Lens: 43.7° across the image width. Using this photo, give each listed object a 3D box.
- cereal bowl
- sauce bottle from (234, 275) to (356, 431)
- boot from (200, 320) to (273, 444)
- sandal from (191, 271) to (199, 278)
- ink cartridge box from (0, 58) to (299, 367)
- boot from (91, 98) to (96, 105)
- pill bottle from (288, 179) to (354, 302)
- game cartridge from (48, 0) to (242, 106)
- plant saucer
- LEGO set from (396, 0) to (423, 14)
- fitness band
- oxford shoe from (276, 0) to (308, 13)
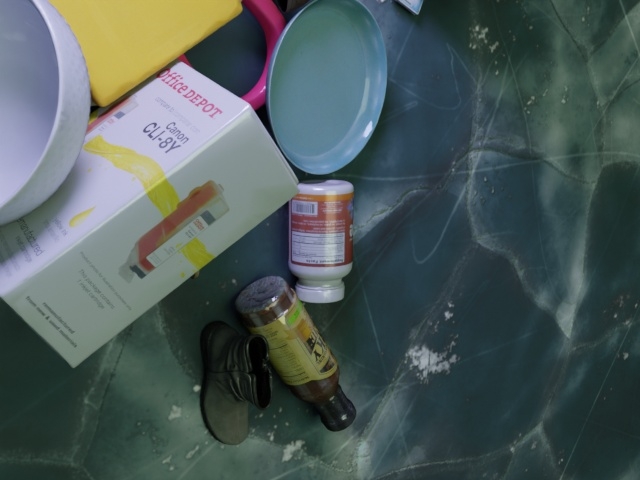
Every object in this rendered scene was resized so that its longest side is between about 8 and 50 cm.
[{"bbox_3d":[-0.435,-0.170,1.020,0.141,0.339,0.338,18,88,-72],"label":"cereal bowl"},{"bbox_3d":[-0.034,0.221,1.495,0.111,0.111,0.344,-43,123,-22],"label":"sauce bottle"},{"bbox_3d":[-0.141,0.268,1.391,0.084,0.161,0.246,-15,108,-33],"label":"boot"},{"bbox_3d":[-0.205,-0.059,1.325,0.079,0.088,0.239,-20,105,-26],"label":"sandal"},{"bbox_3d":[-0.266,-0.059,1.101,0.385,0.279,0.160,-38,130,-10],"label":"ink cartridge box"},{"bbox_3d":[-0.333,-0.303,1.180,0.262,0.095,0.203,-17,113,-39],"label":"boot"},{"bbox_3d":[0.000,0.000,1.467,0.121,0.121,0.216,-8,104,-35],"label":"pill bottle"},{"bbox_3d":[-0.281,-0.394,1.091,0.285,0.053,0.323,-38,121,-14],"label":"game cartridge"},{"bbox_3d":[0.007,-0.277,1.429,0.318,0.044,0.317,-22,120,-44],"label":"plant saucer"},{"bbox_3d":[0.142,-0.568,1.500,0.244,0.060,0.182,26,80,-37],"label":"LEGO set"},{"bbox_3d":[-0.155,-0.322,1.291,0.291,0.054,0.209,37,76,-52],"label":"fitness band"},{"bbox_3d":[-0.083,-0.481,1.242,0.098,0.097,0.271,-45,126,-13],"label":"oxford shoe"}]
